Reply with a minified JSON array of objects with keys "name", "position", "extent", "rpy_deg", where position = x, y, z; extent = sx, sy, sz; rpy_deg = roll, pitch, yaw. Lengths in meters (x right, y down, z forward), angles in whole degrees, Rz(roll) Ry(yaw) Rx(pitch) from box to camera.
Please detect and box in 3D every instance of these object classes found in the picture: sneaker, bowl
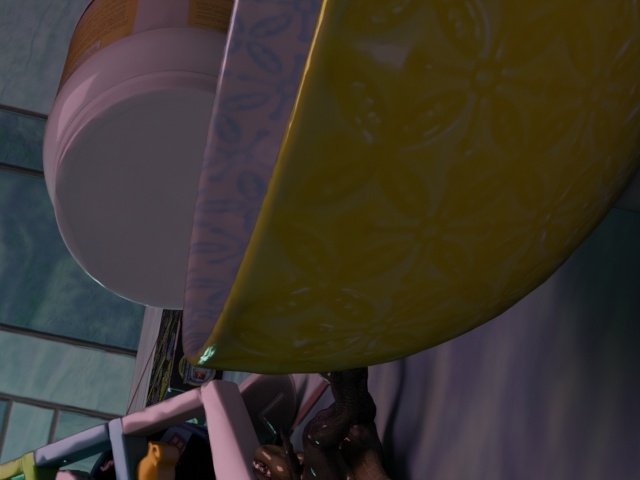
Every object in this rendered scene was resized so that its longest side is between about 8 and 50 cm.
[{"name":"sneaker","position":[-0.054,0.137,1.187],"extent":[0.152,0.053,0.061],"rpy_deg":[113,168,-49]},{"name":"bowl","position":[0.057,-0.081,0.516],"extent":[0.289,0.156,0.290],"rpy_deg":[-167,90,-81]}]

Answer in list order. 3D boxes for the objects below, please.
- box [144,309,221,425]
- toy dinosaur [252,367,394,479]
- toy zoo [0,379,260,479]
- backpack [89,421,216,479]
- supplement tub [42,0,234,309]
[{"name":"box","position":[-0.162,0.134,1.796],"extent":[0.270,0.060,0.216],"rpy_deg":[119,161,-60]},{"name":"toy dinosaur","position":[0.014,0.113,0.816],"extent":[0.268,0.064,0.118],"rpy_deg":[180,88,-77]},{"name":"toy zoo","position":[-0.130,0.222,1.061],"extent":[0.293,0.030,0.192],"rpy_deg":[-23,67,28]},{"name":"backpack","position":[-0.114,0.216,1.159],"extent":[0.173,0.158,0.117],"rpy_deg":[-61,-4,17]},{"name":"supplement tub","position":[-0.125,-0.105,1.345],"extent":[0.331,0.241,0.241],"rpy_deg":[-96,21,-62]}]
